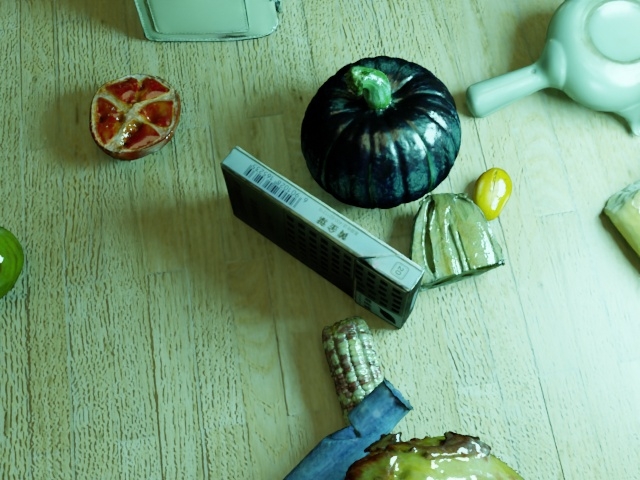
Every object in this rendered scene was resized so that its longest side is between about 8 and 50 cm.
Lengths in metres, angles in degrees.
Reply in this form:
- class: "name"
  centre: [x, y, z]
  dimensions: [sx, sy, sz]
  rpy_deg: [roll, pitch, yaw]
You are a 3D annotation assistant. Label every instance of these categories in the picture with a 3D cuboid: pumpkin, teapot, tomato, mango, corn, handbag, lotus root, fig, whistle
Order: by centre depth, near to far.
- class: "whistle"
  centre: [0.000, 0.312, 1.103]
  dimensions: [0.304, 0.062, 0.062]
  rpy_deg: [-46, 74, 5]
- class: "corn"
  centre: [0.059, 0.224, 1.173]
  dimensions: [0.079, 0.079, 0.237]
  rpy_deg: [-13, 74, -4]
- class: "fig"
  centre: [-0.549, 0.090, 1.229]
  dimensions: [0.151, 0.151, 0.259]
  rpy_deg: [25, 98, 10]
- class: "pumpkin"
  centre: [0.087, -0.179, 1.235]
  dimensions: [0.248, 0.248, 0.248]
  rpy_deg: [0, 68, 1]
- class: "lotus root"
  centre: [0.200, -0.001, 1.259]
  dimensions: [0.143, 0.070, 0.144]
  rpy_deg: [-9, 73, 4]
- class: "mango"
  centre: [0.271, -0.072, 1.298]
  dimensions: [0.060, 0.046, 0.089]
  rpy_deg: [12, 73, 5]
- class: "handbag"
  centre: [-0.188, -0.479, 1.299]
  dimensions: [0.236, 0.358, 0.160]
  rpy_deg: [5, 67, 2]
- class: "teapot"
  centre: [0.407, -0.302, 1.331]
  dimensions: [0.318, 0.149, 0.220]
  rpy_deg: [7, 75, 3]
- class: "tomato"
  centre: [-0.296, -0.195, 1.343]
  dimensions: [0.155, 0.069, 0.156]
  rpy_deg: [-2, 68, 4]

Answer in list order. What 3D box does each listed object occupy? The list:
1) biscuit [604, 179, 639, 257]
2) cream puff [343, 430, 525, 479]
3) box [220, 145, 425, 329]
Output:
- class: "biscuit"
  centre: [0.701, -0.023, 1.241]
  dimensions: [0.429, 0.104, 0.446]
  rpy_deg: [-26, 69, -10]
- class: "cream puff"
  centre: [0.150, 0.397, 1.005]
  dimensions: [0.350, 0.228, 0.350]
  rpy_deg: [20, 47, -23]
- class: "box"
  centre: [0.000, 0.000, 1.202]
  dimensions: [0.325, 0.180, 0.047]
  rpy_deg: [35, 72, 14]
